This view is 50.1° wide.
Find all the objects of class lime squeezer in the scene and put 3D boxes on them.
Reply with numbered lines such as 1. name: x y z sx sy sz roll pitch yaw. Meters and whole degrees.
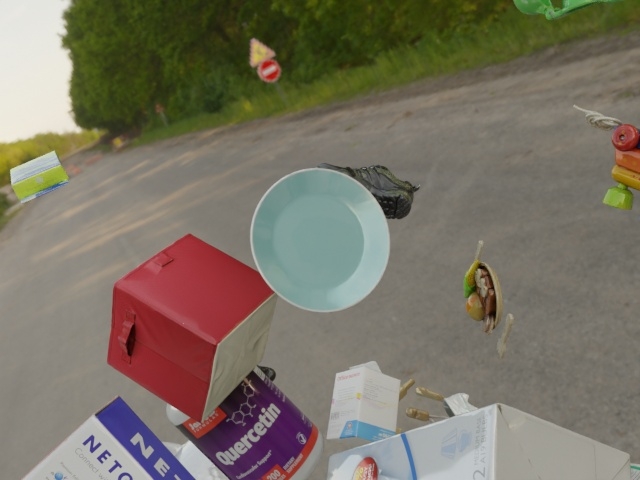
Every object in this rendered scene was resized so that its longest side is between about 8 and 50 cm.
1. lime squeezer: 0.320 -0.336 0.882 0.310 0.110 0.059 30 16 29

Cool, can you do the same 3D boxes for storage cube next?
1. storage cube: -0.202 0.135 1.109 0.193 0.183 0.215 28 36 17

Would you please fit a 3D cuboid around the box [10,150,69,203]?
1. box: -0.607 -0.139 1.475 0.109 0.042 0.178 -27 27 -15

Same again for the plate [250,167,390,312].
1. plate: 0.000 0.000 0.885 0.188 0.188 0.024 -35 1 -20

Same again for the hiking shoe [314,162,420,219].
1. hiking shoe: 0.097 -0.119 1.479 0.227 0.086 0.114 21 39 11

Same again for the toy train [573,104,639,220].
1. toy train: 0.490 -0.115 1.098 0.105 0.143 0.248 -3 26 -36

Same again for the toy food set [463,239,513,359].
1. toy food set: 0.290 0.104 1.231 0.038 0.132 0.192 -6 46 -5

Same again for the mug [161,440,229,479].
1. mug: -0.310 0.618 1.647 0.276 0.374 0.328 -56 15 39

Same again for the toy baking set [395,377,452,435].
1. toy baking set: 0.244 0.449 1.713 0.256 0.197 0.030 -40 -6 -31

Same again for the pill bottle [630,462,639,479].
1. pill bottle: 0.562 0.611 1.336 0.361 0.204 0.204 -22 9 -35

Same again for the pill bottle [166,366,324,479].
1. pill bottle: -0.156 0.325 1.271 0.181 0.323 0.181 -42 9 8

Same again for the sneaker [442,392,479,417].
1. sneaker: 0.322 0.387 1.445 0.061 0.054 0.152 -22 58 -14

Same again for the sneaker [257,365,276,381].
1. sneaker: -0.182 0.310 1.619 0.170 0.051 0.089 2 -33 -15

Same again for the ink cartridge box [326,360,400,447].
1. ink cartridge box: 0.081 0.298 1.244 0.092 0.090 0.143 -27 46 51

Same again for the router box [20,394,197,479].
1. router box: -0.236 0.401 0.768 0.301 0.335 0.082 -43 0 4

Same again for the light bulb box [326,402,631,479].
1. light bulb box: 0.162 0.426 0.814 0.361 0.225 0.358 -39 32 49
